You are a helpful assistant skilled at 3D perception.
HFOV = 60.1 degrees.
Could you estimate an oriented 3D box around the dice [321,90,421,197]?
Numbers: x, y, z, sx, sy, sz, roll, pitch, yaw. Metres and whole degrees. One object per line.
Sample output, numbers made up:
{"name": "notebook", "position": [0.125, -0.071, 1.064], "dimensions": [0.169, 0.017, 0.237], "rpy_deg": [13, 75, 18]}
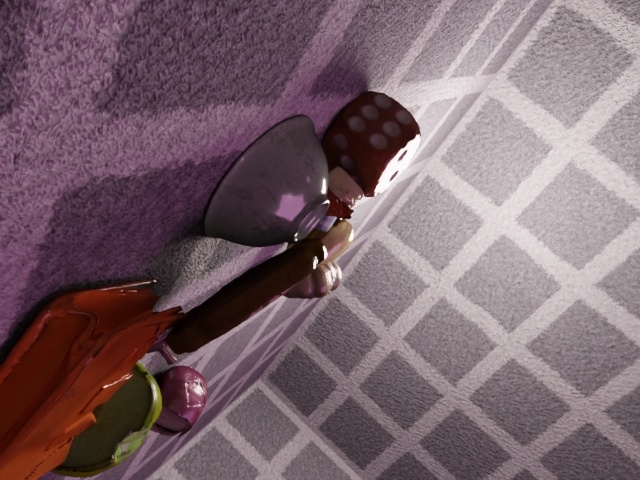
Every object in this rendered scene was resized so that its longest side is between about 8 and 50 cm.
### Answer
{"name": "dice", "position": [0.120, -0.223, 1.294], "dimensions": [0.175, 0.174, 0.179], "rpy_deg": [-40, 168, -32]}

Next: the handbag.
{"name": "handbag", "position": [-0.436, 0.251, 0.929], "dimensions": [0.410, 0.116, 0.303], "rpy_deg": [-49, 173, 8]}

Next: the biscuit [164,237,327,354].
{"name": "biscuit", "position": [-0.157, 0.110, 1.134], "dimensions": [0.359, 0.074, 0.381], "rpy_deg": [-33, -173, -15]}

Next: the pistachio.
{"name": "pistachio", "position": [0.000, 0.000, 1.682], "dimensions": [0.229, 0.157, 0.157], "rpy_deg": [-35, 165, -26]}

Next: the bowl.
{"name": "bowl", "position": [-0.071, -0.081, 1.108], "dimensions": [0.313, 0.146, 0.313], "rpy_deg": [-47, 171, -10]}

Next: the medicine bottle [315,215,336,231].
{"name": "medicine bottle", "position": [0.038, -0.126, 1.556], "dimensions": [0.203, 0.083, 0.083], "rpy_deg": [-56, 168, 16]}

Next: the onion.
{"name": "onion", "position": [-0.415, 0.452, 1.594], "dimensions": [0.200, 0.201, 0.207], "rpy_deg": [-38, 152, -45]}

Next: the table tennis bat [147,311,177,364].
{"name": "table tennis bat", "position": [-0.376, 0.187, 1.217], "dimensions": [0.107, 0.119, 0.170], "rpy_deg": [-30, 136, -14]}

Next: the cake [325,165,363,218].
{"name": "cake", "position": [0.018, -0.097, 1.305], "dimensions": [0.086, 0.117, 0.220], "rpy_deg": [-51, -169, -23]}

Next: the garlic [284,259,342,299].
{"name": "garlic", "position": [-0.047, 0.105, 1.790], "dimensions": [0.228, 0.228, 0.152], "rpy_deg": [-26, 113, -65]}

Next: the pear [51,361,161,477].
{"name": "pear", "position": [-0.486, 0.433, 1.263], "dimensions": [0.292, 0.159, 0.292], "rpy_deg": [-46, 172, -8]}
